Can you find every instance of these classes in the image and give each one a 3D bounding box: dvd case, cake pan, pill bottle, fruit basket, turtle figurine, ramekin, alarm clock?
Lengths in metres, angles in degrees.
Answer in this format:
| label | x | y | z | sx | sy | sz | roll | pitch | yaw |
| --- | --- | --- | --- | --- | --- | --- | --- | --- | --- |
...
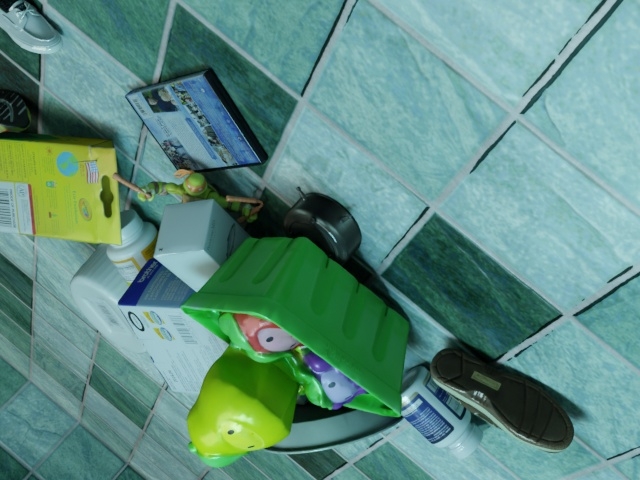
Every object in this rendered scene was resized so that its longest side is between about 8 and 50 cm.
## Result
| label | x | y | z | sx | sy | sz | roll | pitch | yaw |
| --- | --- | --- | --- | --- | --- | --- | --- | --- | --- |
| dvd case | -0.216 | -0.195 | 1.535 | 0.253 | 0.022 | 0.180 | -1 | 130 | 48 |
| cake pan | 0.020 | 0.336 | 1.727 | 0.293 | 0.293 | 0.054 | -10 | 94 | 52 |
| pill bottle | 0.214 | 0.318 | 1.636 | 0.169 | 0.094 | 0.094 | 44 | 149 | -4 |
| pill bottle | -0.377 | 0.042 | 1.917 | 0.117 | 0.117 | 0.215 | 7 | 135 | 44 |
| fruit basket | -0.069 | 0.220 | 1.500 | 0.283 | 0.392 | 0.392 | 0 | 130 | 49 |
| turtle figurine | -0.236 | -0.069 | 1.637 | 0.269 | 0.087 | 0.217 | 8 | 153 | -1 |
| ramekin | -0.457 | 0.138 | 2.111 | 0.277 | 0.135 | 0.277 | 28 | 147 | 20 |
| alarm clock | 0.000 | 0.000 | 1.508 | 0.129 | 0.064 | 0.192 | 28 | 150 | 20 |

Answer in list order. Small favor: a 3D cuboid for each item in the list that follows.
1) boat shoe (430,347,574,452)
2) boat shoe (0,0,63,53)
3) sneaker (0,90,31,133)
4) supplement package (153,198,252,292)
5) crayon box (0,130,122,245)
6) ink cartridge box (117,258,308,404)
| label | x | y | z | sx | sy | sz | roll | pitch | yaw |
| --- | --- | --- | --- | --- | --- | --- | --- | --- | --- |
| boat shoe | 0.304 | 0.268 | 1.496 | 0.257 | 0.095 | 0.095 | 34 | 163 | 24 |
| boat shoe | -0.533 | -0.400 | 1.595 | 0.184 | 0.066 | 0.063 | 41 | 152 | 19 |
| sneaker | -0.674 | -0.264 | 1.911 | 0.208 | 0.081 | 0.094 | 23 | 153 | 37 |
| supplement package | -0.197 | 0.019 | 1.584 | 0.105 | 0.105 | 0.179 | -5 | 150 | 25 |
| crayon box | -0.521 | -0.105 | 1.798 | 0.318 | 0.081 | 0.202 | 7 | 108 | 20 |
| ink cartridge box | -0.217 | 0.176 | 1.796 | 0.395 | 0.151 | 0.270 | -2 | 130 | 28 |
